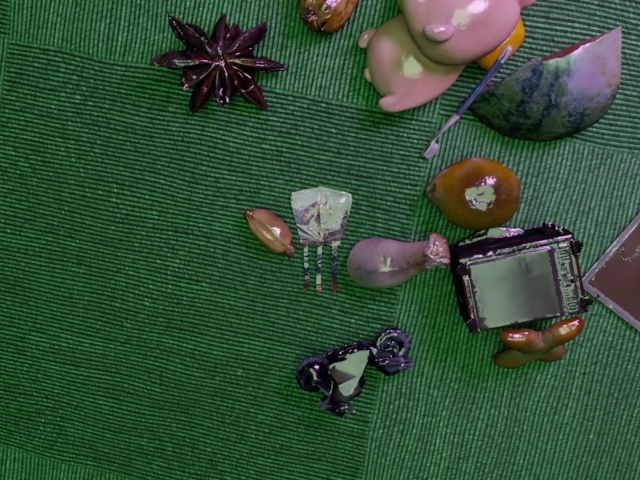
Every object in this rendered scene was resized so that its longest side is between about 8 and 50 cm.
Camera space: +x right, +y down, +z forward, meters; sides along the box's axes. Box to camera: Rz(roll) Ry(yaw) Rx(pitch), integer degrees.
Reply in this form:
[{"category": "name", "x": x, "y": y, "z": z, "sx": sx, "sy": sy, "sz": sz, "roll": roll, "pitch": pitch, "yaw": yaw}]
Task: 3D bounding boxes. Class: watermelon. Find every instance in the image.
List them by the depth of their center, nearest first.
[{"category": "watermelon", "x": 0.461, "y": -0.305, "z": 1.133, "sx": 0.255, "sy": 0.260, "sz": 0.176, "roll": 12, "pitch": 85, "yaw": -13}]

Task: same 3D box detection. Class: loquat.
[{"category": "loquat", "x": 0.320, "y": -0.098, "z": 1.188, "sx": 0.195, "sy": 0.152, "sz": 0.152, "roll": 5, "pitch": 98, "yaw": -4}]

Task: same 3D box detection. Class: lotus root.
[{"category": "lotus root", "x": 0.038, "y": -0.517, "z": 1.186, "sx": 0.190, "sy": 0.094, "sz": 0.108, "roll": -44, "pitch": 99, "yaw": 3}, {"category": "lotus root", "x": -0.110, "y": -0.018, "z": 1.276, "sx": 0.150, "sy": 0.062, "sz": 0.073, "roll": 43, "pitch": 106, "yaw": -1}]

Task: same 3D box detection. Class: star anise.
[{"category": "star anise", "x": -0.212, "y": -0.383, "z": 1.214, "sx": 0.282, "sy": 0.129, "sz": 0.213, "roll": -3, "pitch": 103, "yaw": -3}]

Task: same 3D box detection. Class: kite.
[{"category": "kite", "x": 0.000, "y": 0.000, "z": 1.292, "sx": 0.141, "sy": 0.015, "sz": 0.245, "roll": 2, "pitch": 94, "yaw": 6}]

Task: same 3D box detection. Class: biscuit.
[{"category": "biscuit", "x": 0.454, "y": 0.221, "z": 1.194, "sx": 0.164, "sy": 0.208, "sz": 0.047, "roll": -13, "pitch": 62, "yaw": 5}]

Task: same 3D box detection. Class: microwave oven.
[{"category": "microwave oven", "x": 0.401, "y": 0.071, "z": 1.184, "sx": 0.247, "sy": 0.178, "sz": 0.188, "roll": -11, "pitch": 99, "yaw": 6}]

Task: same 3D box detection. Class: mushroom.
[{"category": "mushroom", "x": 0.166, "y": 0.046, "z": 1.221, "sx": 0.225, "sy": 0.093, "sz": 0.116, "roll": -5, "pitch": 86, "yaw": 39}]

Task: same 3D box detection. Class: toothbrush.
[{"category": "toothbrush", "x": 0.296, "y": -0.274, "z": 1.163, "sx": 0.026, "sy": 0.024, "sz": 0.288, "roll": 32, "pitch": 127, "yaw": -6}]

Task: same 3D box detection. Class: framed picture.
[{"category": "framed picture", "x": 0.730, "y": 0.054, "z": 1.232, "sx": 0.216, "sy": 0.016, "sz": 0.273, "roll": 38, "pitch": 99, "yaw": -1}]

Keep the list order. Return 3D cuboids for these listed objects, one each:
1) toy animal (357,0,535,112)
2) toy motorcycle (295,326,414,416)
[{"category": "toy animal", "x": 0.227, "y": -0.436, "z": 1.098, "sx": 0.345, "sy": 0.247, "sz": 0.278, "roll": -25, "pitch": 94, "yaw": 8}, {"category": "toy motorcycle", "x": 0.085, "y": 0.303, "z": 1.281, "sx": 0.270, "sy": 0.106, "sz": 0.159, "roll": -18, "pitch": 99, "yaw": -4}]
